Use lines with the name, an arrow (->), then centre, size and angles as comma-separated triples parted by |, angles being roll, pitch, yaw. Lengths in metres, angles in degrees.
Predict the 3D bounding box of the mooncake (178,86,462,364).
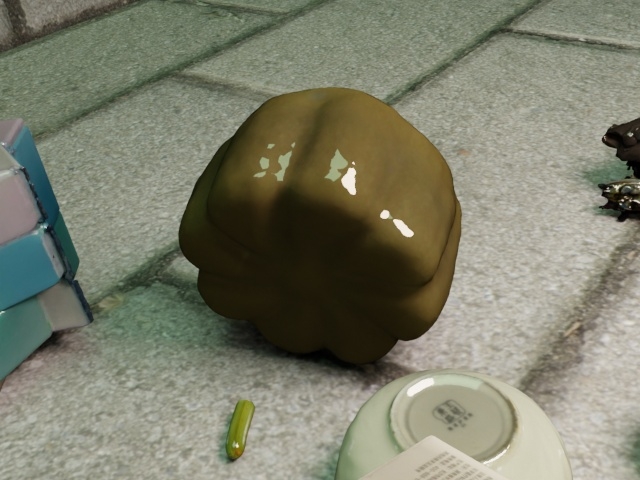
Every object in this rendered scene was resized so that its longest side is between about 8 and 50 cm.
mooncake -> 0.000, 0.000, 0.995 | 0.379, 0.378, 0.200 | 4, 42, 14

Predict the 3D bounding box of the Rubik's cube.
Rubik's cube -> -0.533, 0.013, 1.031 | 0.368, 0.387, 0.358 | -10, 32, 1

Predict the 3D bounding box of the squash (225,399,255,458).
squash -> -0.104, 0.243, 0.942 | 0.027, 0.027, 0.083 | 1, 35, 9

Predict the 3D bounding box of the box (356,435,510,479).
box -> 0.164, 0.339, 0.560 | 0.341, 0.224, 0.143 | 23, 22, 36

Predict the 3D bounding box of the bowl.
bowl -> 0.144, 0.241, 0.810 | 0.277, 0.145, 0.277 | -3, 36, 2

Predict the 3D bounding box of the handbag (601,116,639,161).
handbag -> 0.653, -0.147, 1.232 | 0.257, 0.113, 0.285 | -14, 40, -25

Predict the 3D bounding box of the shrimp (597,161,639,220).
shrimp -> 0.615, -0.108, 1.313 | 0.289, 0.075, 0.178 | -5, 30, 0
